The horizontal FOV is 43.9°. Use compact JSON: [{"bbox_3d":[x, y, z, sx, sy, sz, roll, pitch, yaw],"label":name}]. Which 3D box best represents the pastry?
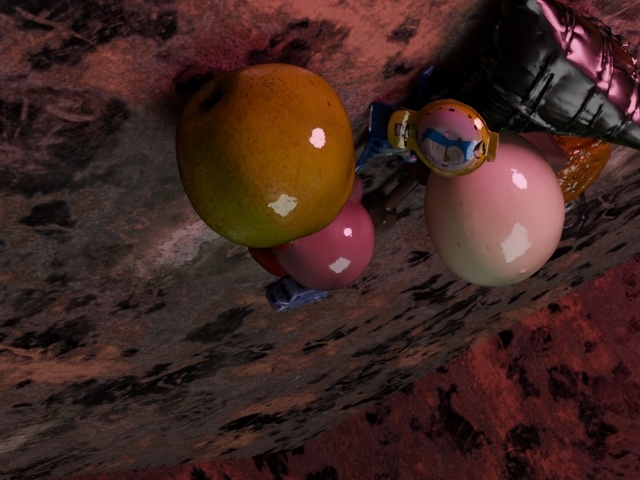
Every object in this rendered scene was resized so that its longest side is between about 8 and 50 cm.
[{"bbox_3d":[0.609,-0.197,2.003,0.240,0.132,0.235,-35,153,-12],"label":"pastry"}]

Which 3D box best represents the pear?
[{"bbox_3d":[-0.083,-0.134,1.231,0.294,0.294,0.294,-22,157,-10],"label":"pear"}]

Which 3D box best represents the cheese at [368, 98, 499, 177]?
[{"bbox_3d":[0.203,-0.194,1.460,0.064,0.250,0.157,-45,145,-47],"label":"cheese"}]

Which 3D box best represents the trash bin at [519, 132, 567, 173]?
[{"bbox_3d":[0.432,-0.185,1.853,0.240,0.122,0.164,0,146,-42],"label":"trash bin"}]

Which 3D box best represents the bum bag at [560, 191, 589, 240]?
[{"bbox_3d":[0.782,-0.069,2.507,0.144,0.095,0.340,-44,157,5],"label":"bum bag"}]

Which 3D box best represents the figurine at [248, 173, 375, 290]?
[{"bbox_3d":[-0.005,0.007,1.680,0.261,0.211,0.270,-19,157,-15],"label":"figurine"}]

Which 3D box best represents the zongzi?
[{"bbox_3d":[0.378,-0.278,1.470,0.383,0.319,0.362,15,138,-31],"label":"zongzi"}]

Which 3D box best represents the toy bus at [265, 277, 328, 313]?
[{"bbox_3d":[-0.057,0.128,2.073,0.167,0.073,0.076,-15,152,-33],"label":"toy bus"}]

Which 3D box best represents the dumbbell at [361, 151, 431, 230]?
[{"bbox_3d":[0.184,-0.112,1.789,0.092,0.082,0.231,0,146,-45],"label":"dumbbell"}]

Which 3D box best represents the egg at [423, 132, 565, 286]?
[{"bbox_3d":[0.351,-0.074,1.625,0.283,0.283,0.345,-25,126,-3],"label":"egg"}]

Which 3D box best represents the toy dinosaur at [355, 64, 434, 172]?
[{"bbox_3d":[0.155,-0.206,1.569,0.144,0.076,0.329,9,136,-42],"label":"toy dinosaur"}]
